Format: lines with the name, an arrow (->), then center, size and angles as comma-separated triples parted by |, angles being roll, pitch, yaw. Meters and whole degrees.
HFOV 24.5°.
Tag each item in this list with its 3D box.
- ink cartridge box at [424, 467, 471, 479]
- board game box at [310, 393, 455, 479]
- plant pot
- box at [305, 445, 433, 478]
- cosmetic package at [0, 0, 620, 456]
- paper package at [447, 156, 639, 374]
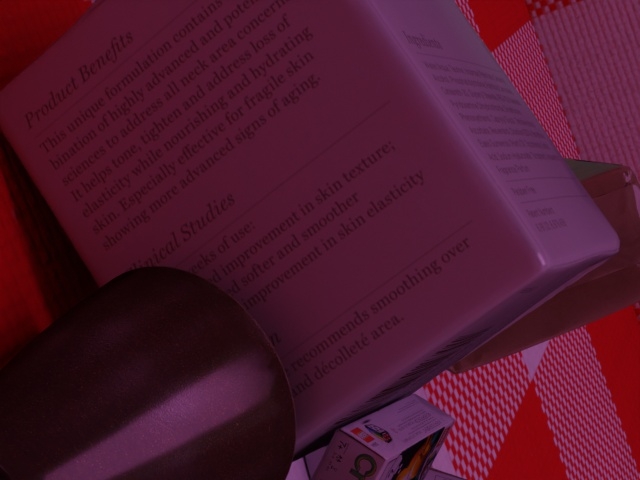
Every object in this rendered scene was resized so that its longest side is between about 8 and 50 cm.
ink cartridge box -> 0.097, 0.420, 1.391 | 0.309, 0.130, 0.272 | -67, 170, -56
board game box -> 0.003, 0.286, 1.278 | 0.305, 0.053, 0.193 | -64, 162, 13
plant pot -> -0.168, 0.154, 1.064 | 0.230, 0.215, 0.215 | -28, 100, -55
box -> 0.056, 0.248, 1.621 | 0.114, 0.103, 0.203 | -5, 79, -68
cosmetic package -> -0.001, -0.056, 1.288 | 0.394, 0.329, 0.327 | 57, 20, 10
paper package -> 0.245, 0.022, 1.862 | 0.325, 0.309, 0.168 | -148, -142, -83
